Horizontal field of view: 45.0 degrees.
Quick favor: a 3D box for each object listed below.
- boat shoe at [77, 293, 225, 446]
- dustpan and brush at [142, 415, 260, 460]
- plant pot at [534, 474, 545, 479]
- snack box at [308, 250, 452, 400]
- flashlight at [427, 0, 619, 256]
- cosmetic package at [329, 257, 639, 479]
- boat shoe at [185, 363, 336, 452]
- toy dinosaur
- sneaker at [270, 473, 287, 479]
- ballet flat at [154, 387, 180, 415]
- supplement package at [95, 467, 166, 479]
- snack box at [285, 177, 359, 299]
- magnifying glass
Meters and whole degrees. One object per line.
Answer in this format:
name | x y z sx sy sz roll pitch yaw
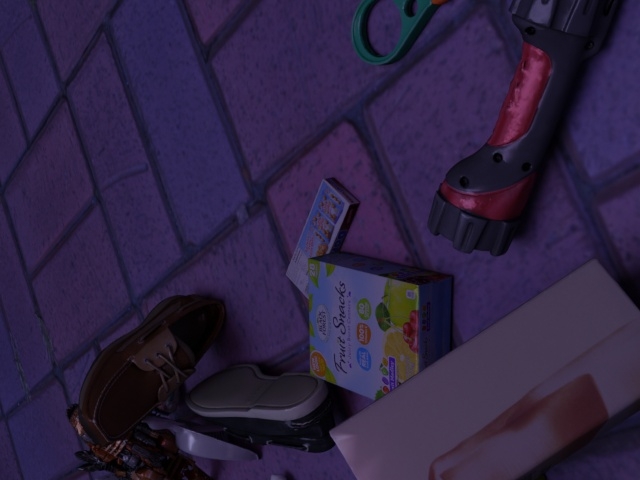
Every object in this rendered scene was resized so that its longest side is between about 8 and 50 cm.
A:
boat shoe | -0.263 0.190 1.256 0.119 0.324 0.123 -14 117 33
dustpan and brush | -0.217 0.327 1.309 0.147 0.211 0.060 10 89 47
plant pot | 0.144 0.377 0.901 0.228 0.207 0.227 -36 71 45
snack box | 0.073 0.117 1.027 0.207 0.070 0.175 11 107 48
flashlight | 0.200 -0.135 0.808 0.103 0.103 0.304 38 126 40
cosmetic package | 0.175 0.166 0.742 0.296 0.153 0.129 -33 66 1
boat shoe | -0.091 0.270 1.212 0.340 0.127 0.113 -11 113 46
toy dinosaur | -0.321 0.375 1.361 0.218 0.164 0.322 5 130 51
sneaker | -0.083 0.446 1.295 0.152 0.053 0.061 -57 42 35
ballet flat | -0.355 0.279 1.551 0.240 0.091 0.077 15 79 41
supplement package | -0.328 0.563 1.524 0.244 0.133 0.139 22 114 44
snack box | 0.000 0.000 1.119 0.064 0.022 0.178 46 129 33
magnifying glass | 0.118 -0.283 0.925 0.231 0.026 0.092 -19 84 48
